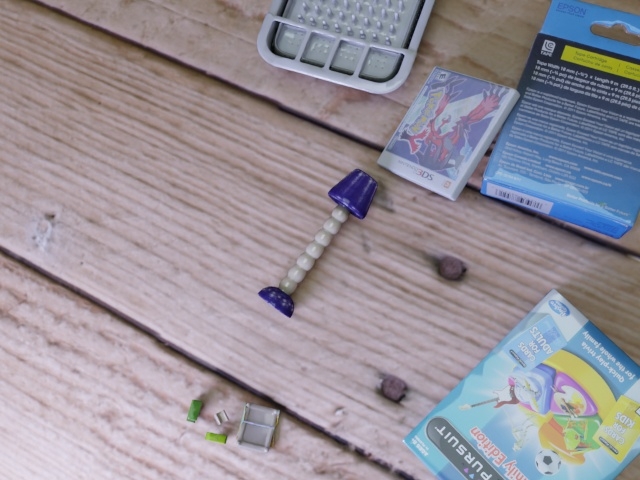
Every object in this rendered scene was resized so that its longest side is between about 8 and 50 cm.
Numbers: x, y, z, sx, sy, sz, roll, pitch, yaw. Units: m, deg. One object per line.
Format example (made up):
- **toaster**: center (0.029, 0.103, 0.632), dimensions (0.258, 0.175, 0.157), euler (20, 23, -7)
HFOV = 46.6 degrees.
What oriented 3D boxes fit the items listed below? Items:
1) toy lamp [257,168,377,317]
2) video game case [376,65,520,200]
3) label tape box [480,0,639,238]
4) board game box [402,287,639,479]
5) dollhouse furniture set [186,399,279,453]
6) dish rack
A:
- **toy lamp**: center (0.000, 0.000, 1.264), dimensions (0.080, 0.080, 0.275), euler (35, 85, 15)
- **video game case**: center (0.207, -0.184, 1.239), dimensions (0.183, 0.023, 0.201), euler (32, 90, 45)
- **label tape box**: center (0.433, -0.201, 1.212), dimensions (0.240, 0.106, 0.334), euler (21, 83, 15)
- **board game box**: center (0.334, 0.283, 1.145), dimensions (0.336, 0.079, 0.254), euler (-45, 75, -1)
- **dollhouse furniture set**: center (-0.149, 0.308, 1.256), dimensions (0.151, 0.058, 0.076), euler (15, 73, -7)
- **dish rack**: center (0.065, -0.429, 1.344), dimensions (0.285, 0.072, 0.333), euler (18, 82, 14)
